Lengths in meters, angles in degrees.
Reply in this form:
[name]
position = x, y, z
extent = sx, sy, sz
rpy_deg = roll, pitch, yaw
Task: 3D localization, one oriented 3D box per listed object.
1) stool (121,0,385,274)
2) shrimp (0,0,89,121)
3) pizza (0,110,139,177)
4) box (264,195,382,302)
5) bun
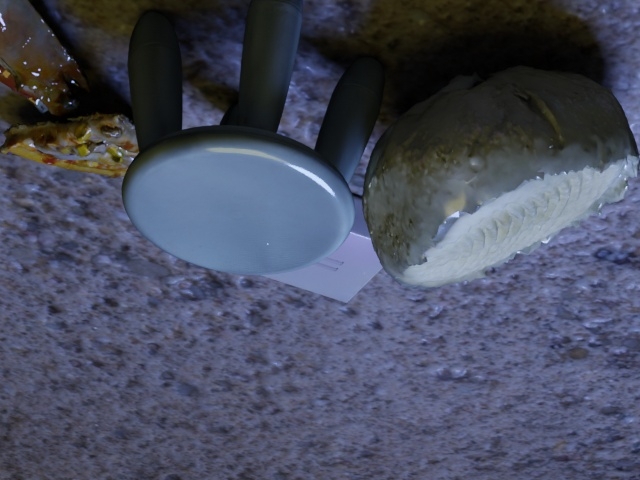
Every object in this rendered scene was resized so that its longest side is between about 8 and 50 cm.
[stool]
position = -0.065, -0.099, 1.221
extent = 0.195, 0.199, 0.195
rpy_deg = -18, 141, 28
[shrimp]
position = -0.304, -0.190, 1.250
extent = 0.154, 0.062, 0.294
rpy_deg = -2, 145, 34
[pizza]
position = -0.199, -0.090, 1.351
extent = 0.184, 0.036, 0.176
rpy_deg = 8, 170, -27
[box]
position = 0.000, 0.000, 1.489
extent = 0.129, 0.051, 0.130
rpy_deg = 18, 145, -18
[bun]
position = 0.150, -0.068, 1.255
extent = 0.259, 0.152, 0.259
rpy_deg = -24, 163, -8
